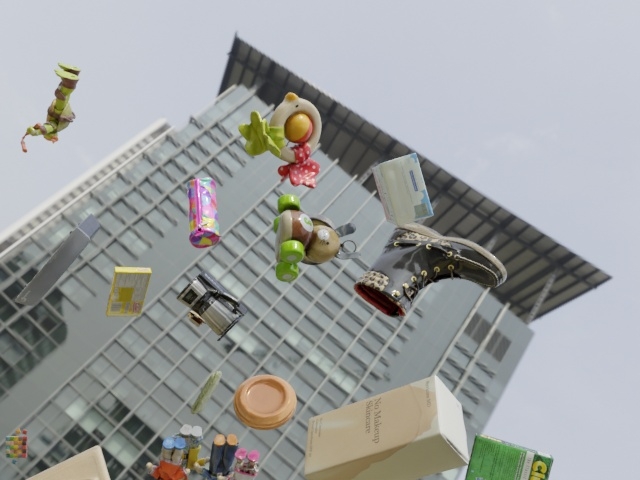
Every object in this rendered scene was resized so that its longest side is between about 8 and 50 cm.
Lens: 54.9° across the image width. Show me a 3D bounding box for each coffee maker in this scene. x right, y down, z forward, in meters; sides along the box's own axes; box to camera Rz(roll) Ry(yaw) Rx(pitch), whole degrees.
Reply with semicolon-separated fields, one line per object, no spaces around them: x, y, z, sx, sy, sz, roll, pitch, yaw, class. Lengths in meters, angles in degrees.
-0.310;0.184;1.770;0.178;0.120;0.171;45;-9;0;coffee maker

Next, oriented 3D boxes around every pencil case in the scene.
-0.369;-0.089;1.940;0.105;0.236;0.104;-8;-33;-5;pencil case

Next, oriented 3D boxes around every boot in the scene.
0.306;0.108;1.776;0.378;0.284;0.138;27;-31;31;boot

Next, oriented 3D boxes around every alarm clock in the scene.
0.000;0.000;1.606;0.192;0.064;0.129;14;-72;4;alarm clock

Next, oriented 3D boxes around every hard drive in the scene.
-0.676;0.052;1.605;0.054;0.254;0.172;40;7;-15;hard drive

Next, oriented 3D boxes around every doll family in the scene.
-0.259;0.513;1.410;0.263;0.118;0.163;13;-69;-9;doll family

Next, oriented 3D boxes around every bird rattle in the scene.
-0.067;-0.257;1.580;0.254;0.206;0.143;32;-2;-39;bird rattle

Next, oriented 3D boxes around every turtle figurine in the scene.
-0.672;-0.331;1.574;0.087;0.269;0.217;24;-66;-12;turtle figurine

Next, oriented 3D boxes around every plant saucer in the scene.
-0.173;0.499;1.934;0.200;0.200;0.037;27;-45;22;plant saucer

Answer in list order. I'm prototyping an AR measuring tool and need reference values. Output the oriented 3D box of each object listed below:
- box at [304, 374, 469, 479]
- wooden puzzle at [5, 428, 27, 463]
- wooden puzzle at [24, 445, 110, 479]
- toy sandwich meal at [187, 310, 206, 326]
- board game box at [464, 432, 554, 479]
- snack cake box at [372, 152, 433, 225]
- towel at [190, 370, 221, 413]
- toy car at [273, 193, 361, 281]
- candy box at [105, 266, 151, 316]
0.130;0.405;1.252;0.311;0.148;0.121;-27;-58;23;box
-0.717;0.486;1.454;0.050;0.083;0.006;-1;-2;-1;wooden puzzle
-0.480;0.519;0.997;0.348;0.322;0.080;32;-40;57;wooden puzzle
-0.443;0.281;2.196;0.086;0.029;0.085;31;-19;12;toy sandwich meal
0.309;0.485;1.082;0.136;0.259;0.030;15;-1;15;board game box
0.196;-0.124;1.518;0.264;0.089;0.152;-86;159;-85;snack cake box
-0.354;0.475;1.931;0.027;0.148;0.110;30;-10;6;towel
-0.005;-0.002;1.373;0.189;0.155;0.149;2;-36;-11;toy car
-0.583;0.159;1.869;0.205;0.105;0.027;-64;-144;37;candy box
